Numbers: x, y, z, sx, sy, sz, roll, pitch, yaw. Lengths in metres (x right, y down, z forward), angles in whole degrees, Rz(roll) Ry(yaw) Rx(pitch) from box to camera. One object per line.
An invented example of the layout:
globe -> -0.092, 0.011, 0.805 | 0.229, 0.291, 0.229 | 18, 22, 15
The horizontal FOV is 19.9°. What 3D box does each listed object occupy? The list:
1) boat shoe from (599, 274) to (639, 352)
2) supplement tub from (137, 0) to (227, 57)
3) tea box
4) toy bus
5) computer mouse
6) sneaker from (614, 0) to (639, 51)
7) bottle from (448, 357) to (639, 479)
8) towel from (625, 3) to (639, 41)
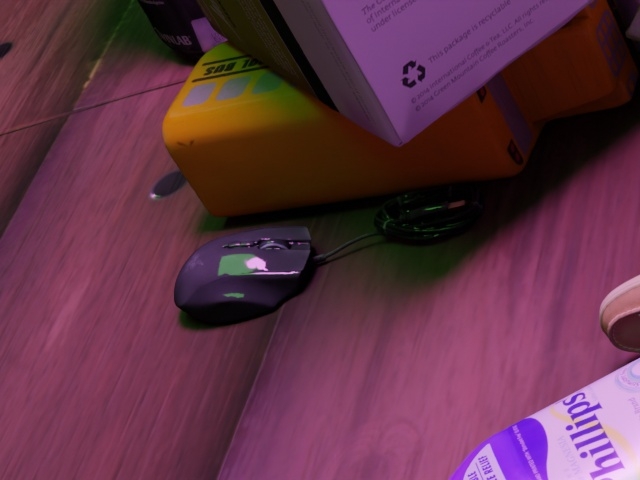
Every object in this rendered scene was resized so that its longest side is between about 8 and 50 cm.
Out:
boat shoe -> 0.229, 0.046, 1.021 | 0.153, 0.056, 0.048 | -4, 42, 22
supplement tub -> -0.126, -0.337, 1.617 | 0.194, 0.316, 0.193 | -21, 32, 14
tea box -> 0.063, -0.281, 1.254 | 0.329, 0.220, 0.323 | -36, 32, -8
toy bus -> 0.056, -0.107, 1.332 | 0.333, 0.108, 0.130 | -7, 38, 34
computer mouse -> 0.000, 0.000, 1.293 | 0.242, 0.041, 0.071 | -20, 32, 17
sneaker -> 0.209, -0.243, 1.414 | 0.147, 0.104, 0.296 | -37, 37, -14
bottle -> 0.127, 0.141, 0.930 | 0.283, 0.092, 0.118 | -28, 32, 5
towel -> 0.295, -0.157, 1.227 | 0.152, 0.023, 0.113 | 17, 53, 21
